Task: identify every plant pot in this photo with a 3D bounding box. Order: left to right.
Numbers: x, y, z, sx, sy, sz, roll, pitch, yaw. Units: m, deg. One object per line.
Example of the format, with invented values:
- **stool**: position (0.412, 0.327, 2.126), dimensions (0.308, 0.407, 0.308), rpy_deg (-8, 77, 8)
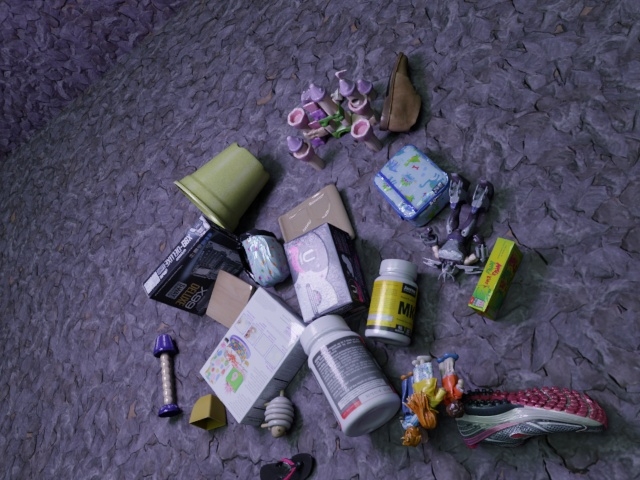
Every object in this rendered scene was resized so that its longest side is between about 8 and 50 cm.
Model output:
- **plant pot**: position (-0.342, 0.521, 1.540), dimensions (0.081, 0.081, 0.083), rpy_deg (-25, 46, 23)
- **plant pot**: position (-0.326, -0.196, 1.778), dimensions (0.254, 0.276, 0.276), rpy_deg (-47, 50, -9)

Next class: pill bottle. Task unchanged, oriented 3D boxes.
- **pill bottle**: position (0.067, 0.338, 1.294), dimensions (0.161, 0.161, 0.283), rpy_deg (-42, 51, 11)
- **pill bottle**: position (0.192, 0.162, 1.321), dimensions (0.119, 0.119, 0.208), rpy_deg (-1, 69, 34)

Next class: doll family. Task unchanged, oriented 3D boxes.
- **doll family**: position (0.220, 0.367, 1.125), dimensions (0.263, 0.119, 0.163), rpy_deg (114, 164, -48)

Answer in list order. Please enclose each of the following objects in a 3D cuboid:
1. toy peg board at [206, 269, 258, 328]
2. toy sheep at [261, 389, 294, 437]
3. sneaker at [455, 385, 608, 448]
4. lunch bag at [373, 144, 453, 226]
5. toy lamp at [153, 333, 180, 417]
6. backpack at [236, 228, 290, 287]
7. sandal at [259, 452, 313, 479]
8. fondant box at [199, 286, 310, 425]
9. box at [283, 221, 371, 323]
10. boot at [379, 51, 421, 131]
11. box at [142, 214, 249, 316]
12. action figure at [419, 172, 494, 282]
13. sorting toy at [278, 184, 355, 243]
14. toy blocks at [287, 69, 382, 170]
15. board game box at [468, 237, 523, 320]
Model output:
- **toy peg board**: position (-0.277, 0.199, 1.660), dimensions (0.161, 0.079, 0.160), rpy_deg (22, 97, 36)
- **toy sheep**: position (-0.116, 0.482, 1.401), dimensions (0.091, 0.091, 0.132), rpy_deg (-18, 52, 26)
- **sneaker**: position (0.440, 0.379, 1.067), dimensions (0.299, 0.121, 0.111), rpy_deg (-10, 92, 30)
- **lunch bag**: position (0.266, -0.157, 1.446), dimensions (0.176, 0.090, 0.219), rpy_deg (-44, 50, 13)
- **toy lamp**: position (-0.519, 0.450, 1.697), dimensions (0.080, 0.080, 0.274), rpy_deg (-28, 58, 21)
- **backpack**: position (-0.175, 0.058, 1.609), dimensions (0.115, 0.152, 0.181), rpy_deg (-32, 65, 29)
- **sandal**: position (-0.097, 0.618, 1.349), dimensions (0.179, 0.040, 0.067), rpy_deg (-25, 56, 23)
- **fondant box**: position (-0.184, 0.342, 1.507), dimensions (0.238, 0.096, 0.330), rpy_deg (35, 89, 40)
- **box**: position (0.017, 0.099, 1.431), dimensions (0.163, 0.142, 0.247), rpy_deg (-26, 64, 22)
- **boot**: position (0.265, -0.471, 1.611), dimensions (0.115, 0.112, 0.305), rpy_deg (9, 66, 5)
- **box**: position (-0.397, 0.094, 1.676), dimensions (0.307, 0.242, 0.076), rpy_deg (-48, 50, 5)
- **action figure**: position (0.359, -0.024, 1.314), dimensions (0.185, 0.099, 0.284), rpy_deg (13, 80, 28)
- **sorting toy**: position (0.000, 0.000, 1.586), dimensions (0.229, 0.041, 0.307), rpy_deg (-30, 61, 21)
- **toy blocks**: position (0.021, -0.435, 1.633), dimensions (0.289, 0.260, 0.308), rpy_deg (-15, 61, 29)
- **board game box**: position (0.424, 0.094, 1.213), dimensions (0.043, 0.092, 0.181), rpy_deg (21, 81, 39)
